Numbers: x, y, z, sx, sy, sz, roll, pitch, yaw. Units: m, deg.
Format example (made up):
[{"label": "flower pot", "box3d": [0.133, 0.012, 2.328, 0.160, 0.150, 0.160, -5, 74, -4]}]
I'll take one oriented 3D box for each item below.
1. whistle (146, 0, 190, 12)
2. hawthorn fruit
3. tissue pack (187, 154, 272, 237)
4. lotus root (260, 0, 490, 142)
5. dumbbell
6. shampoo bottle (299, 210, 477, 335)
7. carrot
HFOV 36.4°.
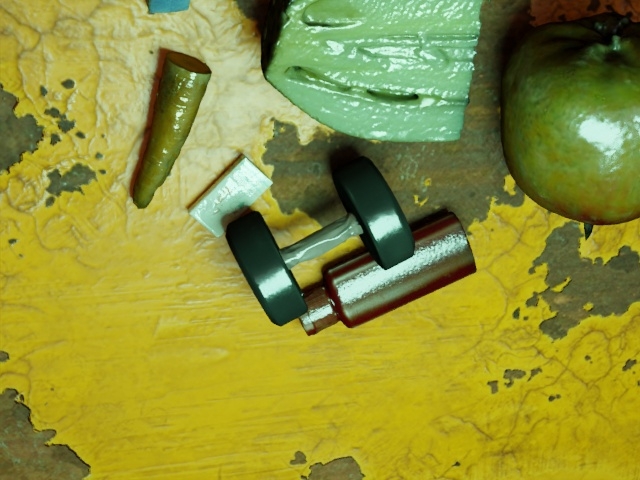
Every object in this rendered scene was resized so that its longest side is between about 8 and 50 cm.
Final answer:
[{"label": "whistle", "box3d": [-0.179, -0.351, 1.140, 0.090, 0.090, 0.158, 2, 149, -15]}, {"label": "hawthorn fruit", "box3d": [0.362, -0.140, 1.266, 0.268, 0.267, 0.300, -6, 123, -12]}, {"label": "tissue pack", "box3d": [-0.120, -0.059, 1.296, 0.108, 0.023, 0.056, -43, 116, 5]}, {"label": "lotus root", "box3d": [0.053, -0.257, 1.199, 0.260, 0.149, 0.267, -4, 131, -9]}, {"label": "dumbbell", "box3d": [0.000, 0.000, 1.281, 0.218, 0.152, 0.152, -28, 116, -2]}, {"label": "shampoo bottle", "box3d": [0.087, 0.056, 1.374, 0.260, 0.064, 0.102, -25, 116, -4]}, {"label": "carrot", "box3d": [-0.198, -0.130, 1.234, 0.061, 0.061, 0.209, 15, 112, -20]}]
